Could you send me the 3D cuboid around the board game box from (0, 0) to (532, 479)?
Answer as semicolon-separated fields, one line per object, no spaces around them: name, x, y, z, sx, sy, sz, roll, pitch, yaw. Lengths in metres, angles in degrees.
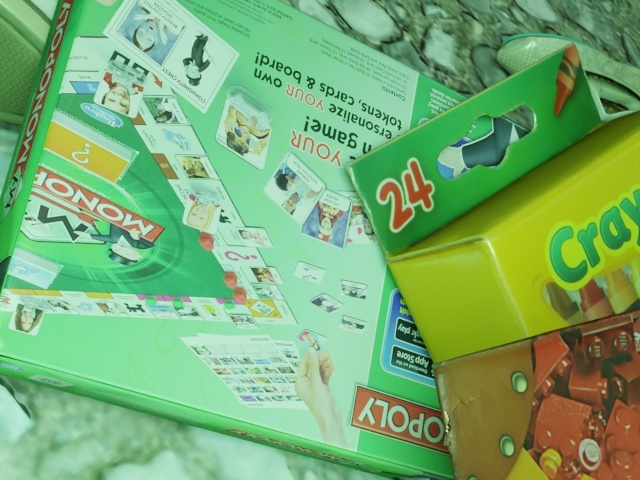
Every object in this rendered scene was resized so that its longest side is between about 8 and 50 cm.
board game box;0.000;0.000;0.550;0.317;0.046;0.214;22;70;-29

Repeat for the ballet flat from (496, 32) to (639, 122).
ballet flat;0.216;-0.127;0.870;0.168;0.057;0.052;7;64;-31

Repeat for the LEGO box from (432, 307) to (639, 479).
LEGO box;0.256;0.244;0.294;0.193;0.372;0.500;0;75;-35

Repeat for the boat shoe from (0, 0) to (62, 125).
boat shoe;-0.237;-0.173;0.538;0.302;0.113;0.103;32;50;-10

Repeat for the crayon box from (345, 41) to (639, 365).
crayon box;0.165;0.059;0.572;0.202;0.081;0.319;-31;99;-34
